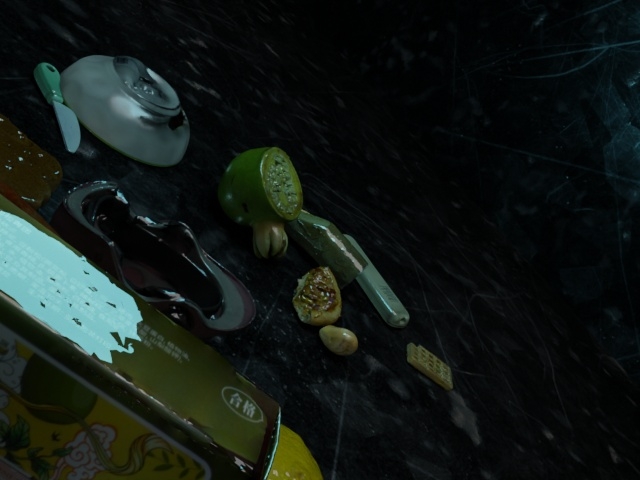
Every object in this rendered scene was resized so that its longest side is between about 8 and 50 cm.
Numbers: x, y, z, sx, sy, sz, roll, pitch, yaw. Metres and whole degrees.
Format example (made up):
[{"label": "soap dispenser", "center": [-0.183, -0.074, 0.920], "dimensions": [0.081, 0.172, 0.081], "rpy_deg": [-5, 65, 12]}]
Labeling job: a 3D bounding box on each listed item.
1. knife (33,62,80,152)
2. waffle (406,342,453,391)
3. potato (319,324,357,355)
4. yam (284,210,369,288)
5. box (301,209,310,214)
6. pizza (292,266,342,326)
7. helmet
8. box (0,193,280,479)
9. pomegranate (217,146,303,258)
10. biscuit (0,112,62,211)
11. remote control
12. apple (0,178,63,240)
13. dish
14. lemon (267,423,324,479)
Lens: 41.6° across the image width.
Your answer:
[{"label": "knife", "center": [-0.534, -0.268, 1.736], "dimensions": [0.063, 0.035, 0.260], "rpy_deg": [19, 37, -54]}, {"label": "waffle", "center": [0.259, 0.297, 2.008], "dimensions": [0.135, 0.021, 0.092], "rpy_deg": [38, 24, -13]}, {"label": "potato", "center": [0.037, 0.206, 1.756], "dimensions": [0.062, 0.068, 0.083], "rpy_deg": [-30, 51, -27]}, {"label": "yam", "center": [0.000, 0.000, 2.026], "dimensions": [0.259, 0.106, 0.106], "rpy_deg": [47, 23, 9]}, {"label": "box", "center": [-0.070, -0.084, 2.121], "dimensions": [0.058, 0.015, 0.093], "rpy_deg": [28, 2, -32]}, {"label": "pizza", "center": [0.001, 0.121, 1.854], "dimensions": [0.127, 0.058, 0.246], "rpy_deg": [43, 20, 3]}, {"label": "helmet", "center": [-0.286, 0.077, 1.281], "dimensions": [0.338, 0.197, 0.271], "rpy_deg": [37, 14, -27]}, {"label": "box", "center": [-0.311, 0.188, 0.803], "dimensions": [0.420, 0.373, 0.138], "rpy_deg": [38, 21, -10]}, {"label": "pomegranate", "center": [-0.137, -0.085, 1.901], "dimensions": [0.240, 0.159, 0.190], "rpy_deg": [67, 27, -13]}, {"label": "biscuit", "center": [-0.557, -0.161, 1.472], "dimensions": [0.319, 0.047, 0.183], "rpy_deg": [51, 21, 21]}, {"label": "remote control", "center": [0.123, 0.096, 2.127], "dimensions": [0.090, 0.038, 0.309], "rpy_deg": [10, 38, -50]}, {"label": "apple", "center": [-0.438, 0.060, 0.988], "dimensions": [0.301, 0.301, 0.301], "rpy_deg": [35, 23, -17]}, {"label": "dish", "center": [-0.413, -0.320, 1.892], "dimensions": [0.324, 0.124, 0.324], "rpy_deg": [34, 24, -17]}, {"label": "lemon", "center": [-0.110, 0.336, 1.037], "dimensions": [0.245, 0.245, 0.320], "rpy_deg": [34, 14, -20]}]
